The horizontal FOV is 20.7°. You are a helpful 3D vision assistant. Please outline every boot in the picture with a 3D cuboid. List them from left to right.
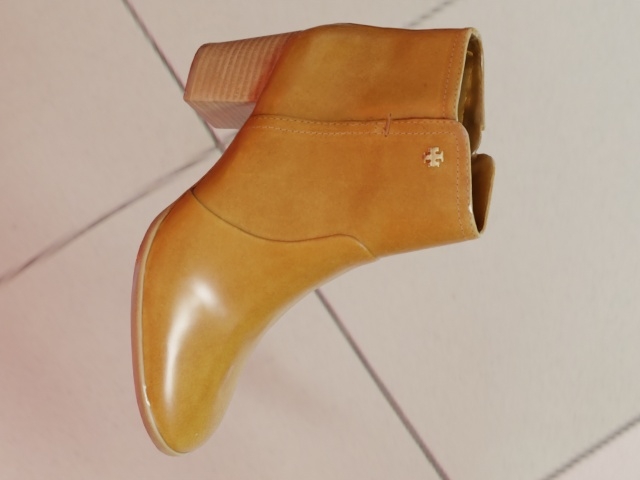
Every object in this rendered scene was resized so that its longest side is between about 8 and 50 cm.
[{"bbox_3d":[0.001,-0.001,1.115,0.211,0.104,0.295,3,78,26],"label":"boot"}]
